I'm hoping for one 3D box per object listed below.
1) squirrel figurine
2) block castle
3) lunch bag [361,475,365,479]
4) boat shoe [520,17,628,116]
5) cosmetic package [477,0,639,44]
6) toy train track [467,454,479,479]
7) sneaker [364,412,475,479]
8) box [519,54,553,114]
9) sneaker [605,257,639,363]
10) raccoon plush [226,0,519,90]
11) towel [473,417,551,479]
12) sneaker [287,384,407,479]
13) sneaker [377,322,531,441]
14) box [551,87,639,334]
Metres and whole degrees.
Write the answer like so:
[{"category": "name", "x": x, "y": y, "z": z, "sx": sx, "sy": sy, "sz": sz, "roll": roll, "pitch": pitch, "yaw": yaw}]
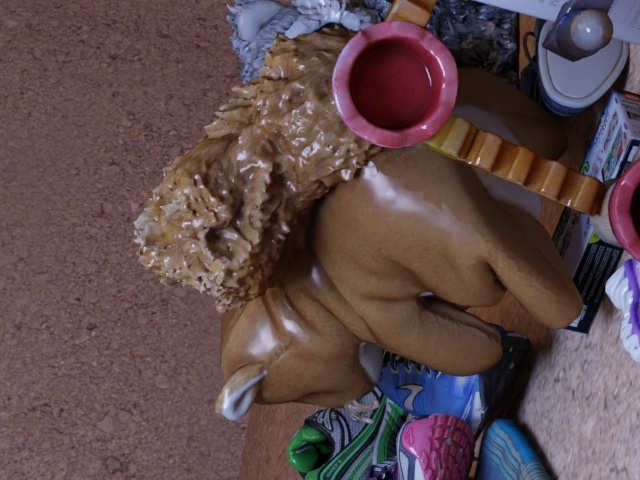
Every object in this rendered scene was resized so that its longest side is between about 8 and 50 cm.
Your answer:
[{"category": "squirrel figurine", "x": 0.000, "y": 0.000, "z": 1.743, "sx": 0.370, "sy": 0.397, "sz": 0.281, "roll": -38, "pitch": 37, "yaw": 31}, {"category": "block castle", "x": 0.221, "y": -0.226, "z": 1.283, "sx": 0.213, "sy": 0.303, "sz": 0.453, "roll": -178, "pitch": 113, "yaw": -85}, {"category": "lunch bag", "x": 0.067, "y": 0.370, "z": 2.177, "sx": 0.151, "sy": 0.096, "sz": 0.129, "roll": -58, "pitch": 17, "yaw": 34}, {"category": "boat shoe", "x": 0.257, "y": -0.208, "z": 1.879, "sx": 0.079, "sy": 0.095, "sz": 0.254, "roll": 115, "pitch": 168, "yaw": -46}, {"category": "cosmetic package", "x": 0.150, "y": -0.331, "z": 1.551, "sx": 0.161, "sy": 0.453, "sz": 0.230, "roll": 114, "pitch": 168, "yaw": -49}, {"category": "toy train track", "x": 0.163, "y": 0.260, "z": 2.005, "sx": 0.048, "sy": 0.014, "sz": 0.083, "roll": -84, "pitch": 11, "yaw": -46}, {"category": "sneaker", "x": 0.089, "y": 0.261, "z": 1.894, "sx": 0.299, "sy": 0.112, "sz": 0.121, "roll": 90, "pitch": -159, "yaw": -61}, {"category": "box", "x": 0.229, "y": -0.117, "z": 2.115, "sx": 0.225, "sy": 0.036, "sz": 0.136, "roll": 117, "pitch": 164, "yaw": -60}, {"category": "sneaker", "x": 0.278, "y": 0.038, "z": 1.363, "sx": 0.236, "sy": 0.095, "sz": 0.104, "roll": -97, "pitch": 30, "yaw": -70}, {"category": "raccoon plush", "x": 0.067, "y": -0.183, "z": 1.997, "sx": 0.446, "sy": 0.299, "sz": 0.216, "roll": -4, "pitch": -87, "yaw": -83}, {"category": "towel", "x": 0.171, "y": 0.347, "z": 1.724, "sx": 0.370, "sy": 0.040, "sz": 0.271, "roll": -108, "pitch": 32, "yaw": -74}, {"category": "sneaker", "x": 0.035, "y": 0.245, "z": 2.425, "sx": 0.343, "sy": 0.146, "sz": 0.134, "roll": -90, "pitch": 16, "yaw": -61}, {"category": "sneaker", "x": 0.117, "y": 0.135, "z": 1.969, "sx": 0.130, "sy": 0.147, "sz": 0.330, "roll": -59, "pitch": 5, "yaw": -15}, {"category": "box", "x": 0.263, "y": -0.028, "z": 1.735, "sx": 0.114, "sy": 0.036, "sz": 0.207, "roll": -91, "pitch": 17, "yaw": -61}]
